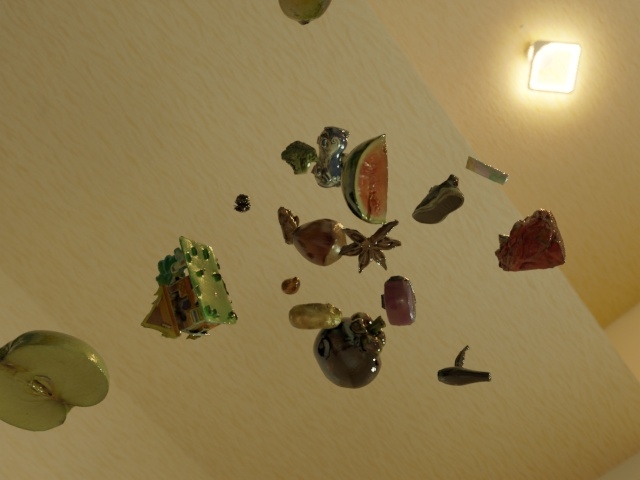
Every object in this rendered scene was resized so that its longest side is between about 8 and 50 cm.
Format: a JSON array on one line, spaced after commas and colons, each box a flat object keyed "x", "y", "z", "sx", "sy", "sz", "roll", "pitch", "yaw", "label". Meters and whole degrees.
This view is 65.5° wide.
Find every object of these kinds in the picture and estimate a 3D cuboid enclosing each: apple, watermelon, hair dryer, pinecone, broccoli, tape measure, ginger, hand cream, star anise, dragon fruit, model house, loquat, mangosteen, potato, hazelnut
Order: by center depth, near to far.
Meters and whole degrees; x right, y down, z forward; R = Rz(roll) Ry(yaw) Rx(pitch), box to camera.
[{"x": -0.031, "y": -0.651, "z": 1.268, "sx": 0.152, "sy": 0.152, "sz": 0.195, "roll": -54, "pitch": 164, "yaw": -53, "label": "loquat"}, {"x": -0.015, "y": 0.230, "z": 1.515, "sx": 0.171, "sy": 0.079, "sz": 0.107, "roll": -3, "pitch": 179, "yaw": -14, "label": "potato"}, {"x": 0.652, "y": -0.006, "z": 1.584, "sx": 0.205, "sy": 0.151, "sz": 0.317, "roll": -19, "pitch": -175, "yaw": 25, "label": "dragon fruit"}, {"x": 0.155, "y": 0.022, "z": 1.589, "sx": 0.208, "sy": 0.171, "sz": 0.063, "roll": -9, "pitch": -157, "yaw": -6, "label": "star anise"}, {"x": 0.132, "y": -0.194, "z": 1.623, "sx": 0.159, "sy": 0.303, "sz": 0.128, "roll": 3, "pitch": -169, "yaw": 16, "label": "watermelon"}, {"x": -0.912, "y": 0.455, "z": 1.638, "sx": 0.312, "sy": 0.360, "sz": 0.320, "roll": 1, "pitch": -135, "yaw": 38, "label": "apple"}, {"x": -0.528, "y": 0.196, "z": 1.817, "sx": 0.313, "sy": 0.357, "sz": 0.242, "roll": -25, "pitch": 164, "yaw": 9, "label": "model house"}, {"x": 0.126, "y": 0.387, "z": 1.825, "sx": 0.302, "sy": 0.275, "sz": 0.275, "roll": -47, "pitch": -172, "yaw": 15, "label": "mangosteen"}, {"x": -0.002, "y": 0.009, "z": 1.912, "sx": 0.210, "sy": 0.186, "sz": 0.210, "roll": -31, "pitch": -168, "yaw": 7, "label": "hazelnut"}, {"x": 0.565, "y": 0.472, "z": 1.920, "sx": 0.196, "sy": 0.075, "sz": 0.219, "roll": -9, "pitch": -156, "yaw": 30, "label": "hair dryer"}, {"x": 0.668, "y": -0.279, "z": 2.004, "sx": 0.047, "sy": 0.174, "sz": 0.076, "roll": -49, "pitch": 157, "yaw": -22, "label": "hand cream"}, {"x": -0.079, "y": -0.341, "z": 2.033, "sx": 0.162, "sy": 0.137, "sz": 0.146, "roll": -7, "pitch": -179, "yaw": 24, "label": "broccoli"}, {"x": -0.123, "y": -0.064, "z": 2.042, "sx": 0.074, "sy": 0.162, "sz": 0.103, "roll": -16, "pitch": 180, "yaw": 11, "label": "ginger"}, {"x": -0.340, "y": -0.161, "z": 2.163, "sx": 0.077, "sy": 0.077, "sz": 0.083, "roll": -90, "pitch": -174, "yaw": -79, "label": "pinecone"}, {"x": 0.378, "y": 0.298, "z": 2.389, "sx": 0.149, "sy": 0.245, "sz": 0.231, "roll": -7, "pitch": -120, "yaw": 17, "label": "tape measure"}]

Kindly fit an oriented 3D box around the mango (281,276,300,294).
[{"x": -0.108, "y": 0.170, "z": 1.864, "sx": 0.077, "sy": 0.063, "sz": 0.127, "roll": -24, "pitch": 177, "yaw": 3, "label": "mango"}]

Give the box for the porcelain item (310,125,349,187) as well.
[{"x": 0.067, "y": -0.384, "z": 2.328, "sx": 0.138, "sy": 0.186, "sz": 0.287, "roll": -130, "pitch": -133, "yaw": -72, "label": "porcelain item"}]

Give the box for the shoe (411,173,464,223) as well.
[{"x": 0.402, "y": -0.138, "z": 1.697, "sx": 0.227, "sy": 0.099, "sz": 0.112, "roll": -37, "pitch": -146, "yaw": 56, "label": "shoe"}]
